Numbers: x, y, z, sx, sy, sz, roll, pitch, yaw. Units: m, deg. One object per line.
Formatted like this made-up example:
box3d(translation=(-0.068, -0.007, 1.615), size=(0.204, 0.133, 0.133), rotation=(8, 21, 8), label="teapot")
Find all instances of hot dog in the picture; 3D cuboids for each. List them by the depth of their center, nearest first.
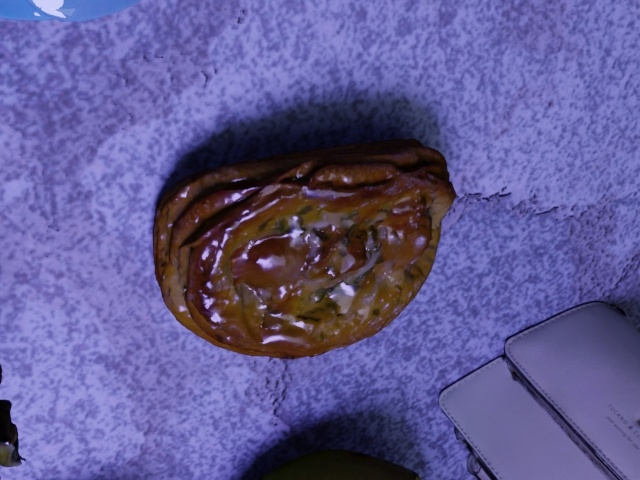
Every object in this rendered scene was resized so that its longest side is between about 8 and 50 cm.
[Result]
box3d(translation=(0.000, 0.000, 1.069), size=(0.272, 0.122, 0.196), rotation=(-7, 126, -24), label="hot dog")

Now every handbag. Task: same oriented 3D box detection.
box3d(translation=(0.310, 0.238, 1.267), size=(0.237, 0.358, 0.160), rotation=(-30, 132, -8), label="handbag")

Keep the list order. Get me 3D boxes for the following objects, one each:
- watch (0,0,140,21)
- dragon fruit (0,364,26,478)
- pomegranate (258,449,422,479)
box3d(translation=(-0.193, -0.211, 0.765), size=(0.193, 0.211, 0.210), rotation=(-26, 135, -31), label="watch")
box3d(translation=(-0.359, 0.122, 0.880), size=(0.244, 0.244, 0.299), rotation=(-43, 111, 5), label="dragon fruit")
box3d(translation=(-0.020, 0.373, 1.238), size=(0.358, 0.216, 0.309), rotation=(-44, 137, -41), label="pomegranate")
